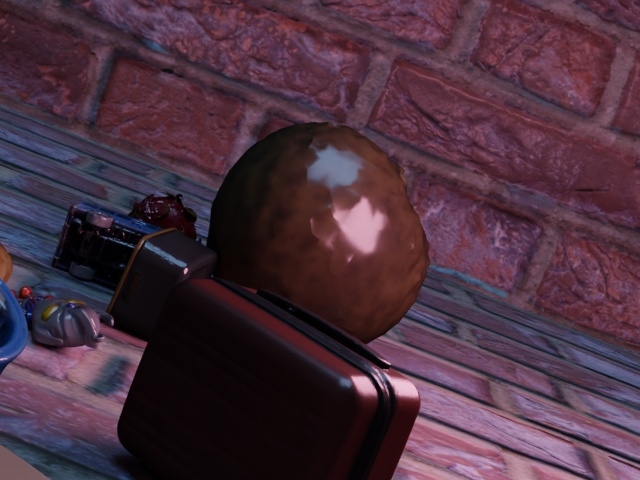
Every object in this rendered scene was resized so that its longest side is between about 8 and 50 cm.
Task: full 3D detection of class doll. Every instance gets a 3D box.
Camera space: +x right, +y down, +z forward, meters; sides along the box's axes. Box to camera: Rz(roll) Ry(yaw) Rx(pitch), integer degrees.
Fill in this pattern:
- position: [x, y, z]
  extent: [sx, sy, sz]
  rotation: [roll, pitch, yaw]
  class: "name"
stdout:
- position: [-0.353, 0.104, 1.848]
  extent: [0.194, 0.062, 0.104]
  rotation: [21, 5, 40]
  class: "doll"

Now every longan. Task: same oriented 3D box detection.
- position: [0.000, 0.000, 2.259]
  extent: [0.391, 0.391, 0.391]
  rotation: [21, 9, -4]
  class: "longan"

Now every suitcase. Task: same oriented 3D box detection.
- position: [-0.059, 0.188, 1.480]
  extent: [0.297, 0.236, 0.161]
  rotation: [29, 11, 36]
  class: "suitcase"

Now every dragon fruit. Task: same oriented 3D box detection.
- position: [-0.287, -0.015, 2.526]
  extent: [0.133, 0.136, 0.166]
  rotation: [59, -4, 24]
  class: "dragon fruit"

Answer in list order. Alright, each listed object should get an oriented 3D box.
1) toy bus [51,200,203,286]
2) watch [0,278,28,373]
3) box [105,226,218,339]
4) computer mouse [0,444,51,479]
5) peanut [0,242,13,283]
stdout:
- position: [-0.307, 0.023, 2.259]
  extent: [0.234, 0.116, 0.133]
  rotation: [20, 6, -2]
  class: "toy bus"
- position: [-0.422, 0.084, 1.413]
  extent: [0.305, 0.241, 0.274]
  rotation: [14, 29, -53]
  class: "watch"
- position: [-0.235, 0.067, 2.083]
  extent: [0.090, 0.144, 0.201]
  rotation: [26, 8, 7]
  class: "box"
- position: [-0.308, 0.224, 1.177]
  extent: [0.236, 0.082, 0.145]
  rotation: [28, 10, 25]
  class: "computer mouse"
- position: [-0.495, 0.028, 1.822]
  extent: [0.159, 0.109, 0.140]
  rotation: [12, -8, 23]
  class: "peanut"
